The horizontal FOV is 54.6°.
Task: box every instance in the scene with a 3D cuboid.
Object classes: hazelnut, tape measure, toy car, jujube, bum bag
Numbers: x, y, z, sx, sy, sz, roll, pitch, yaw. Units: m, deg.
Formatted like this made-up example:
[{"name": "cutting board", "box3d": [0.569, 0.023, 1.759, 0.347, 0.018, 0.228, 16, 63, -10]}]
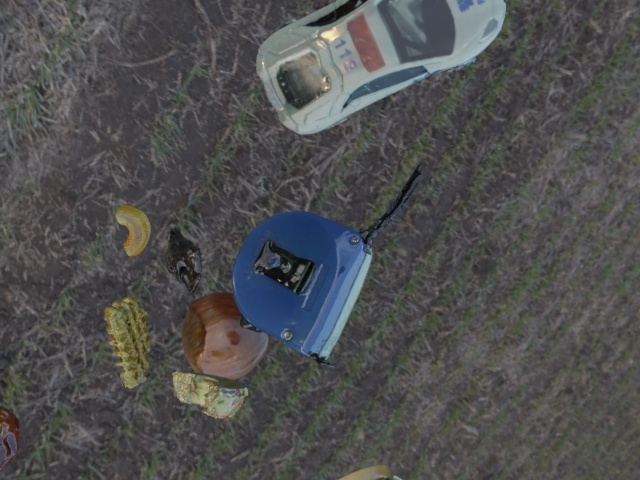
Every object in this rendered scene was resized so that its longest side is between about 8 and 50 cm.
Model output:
[{"name": "hazelnut", "box3d": [-0.209, 0.212, 1.405, 0.214, 0.214, 0.176, -33, 155, -13]}, {"name": "tape measure", "box3d": [0.000, 0.000, 0.974, 0.351, 0.215, 0.098, -63, 150, -7]}, {"name": "toy car", "box3d": [0.042, -0.156, 0.488, 0.095, 0.205, 0.056, 65, 28, -10]}, {"name": "jujube", "box3d": [-0.814, 0.459, 1.396, 0.251, 0.174, 0.174, 5, 115, -36]}, {"name": "bum bag", "box3d": [-0.329, 0.046, 1.488, 0.069, 0.248, 0.102, -9, 109, -22]}]

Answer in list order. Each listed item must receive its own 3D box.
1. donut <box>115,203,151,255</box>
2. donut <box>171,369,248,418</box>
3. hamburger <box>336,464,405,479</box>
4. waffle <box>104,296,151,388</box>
[{"name": "donut", "box3d": [-0.334, -0.015, 1.087, 0.067, 0.038, 0.083, 24, 96, -6]}, {"name": "donut", "box3d": [-0.203, 0.294, 1.181, 0.108, 0.166, 0.065, 20, 79, -44]}, {"name": "hamburger", "box3d": [0.104, 0.662, 1.401, 0.275, 0.212, 0.274, -20, 145, -15]}, {"name": "waffle", "box3d": [-0.381, 0.206, 1.233, 0.046, 0.160, 0.191, 2, 93, 6]}]
